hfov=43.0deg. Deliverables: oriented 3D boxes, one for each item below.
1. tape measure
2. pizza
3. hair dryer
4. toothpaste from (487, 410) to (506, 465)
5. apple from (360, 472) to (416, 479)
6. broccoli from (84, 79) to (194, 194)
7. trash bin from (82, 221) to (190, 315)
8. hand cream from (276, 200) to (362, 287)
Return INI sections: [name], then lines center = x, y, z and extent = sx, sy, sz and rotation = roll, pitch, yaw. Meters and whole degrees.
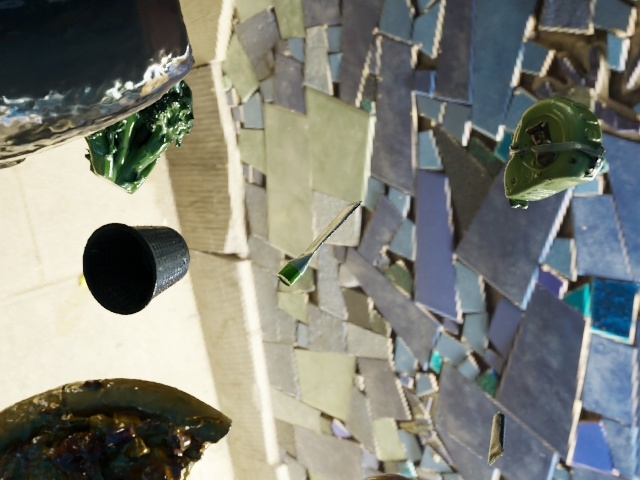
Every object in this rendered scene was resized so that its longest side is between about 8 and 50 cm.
[tape measure]
center = 0.364, -0.145, 1.268
extent = 0.087, 0.177, 0.154
rotation = 6, 75, -34
[pizza]
center = -0.306, 0.315, 1.027
extent = 0.408, 0.114, 0.278
rotation = -7, 95, -15
[hair dryer]
center = -0.232, -0.122, 0.450
extent = 0.303, 0.359, 0.120
rotation = -14, 116, -6
[toothpaste]
center = 0.300, 0.331, 1.375
extent = 0.021, 0.037, 0.140
rotation = 38, 27, -2
[apple]
center = 0.166, 0.776, 2.004
extent = 0.400, 0.333, 0.400
rotation = 1, 101, 5
[broccoli]
center = -0.355, -0.216, 1.444
extent = 0.294, 0.265, 0.245
rotation = 24, 77, -57
[trash bin]
center = -0.340, 0.039, 1.561
extent = 0.161, 0.175, 0.175
rotation = -26, 111, -62
[hand cream]
center = 0.001, 0.001, 1.974
extent = 0.275, 0.079, 0.050
rotation = -48, 130, -19
